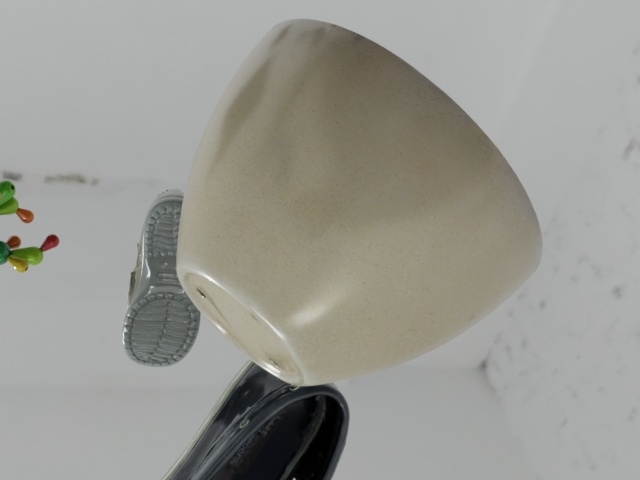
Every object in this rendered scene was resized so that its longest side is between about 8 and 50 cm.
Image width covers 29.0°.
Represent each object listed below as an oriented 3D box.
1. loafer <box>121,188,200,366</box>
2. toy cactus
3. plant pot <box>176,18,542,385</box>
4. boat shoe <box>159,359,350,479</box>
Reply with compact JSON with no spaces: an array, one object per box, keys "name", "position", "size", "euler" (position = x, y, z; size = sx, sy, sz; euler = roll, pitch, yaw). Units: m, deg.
[{"name":"loafer","position":[-0.185,0.045,1.512],"size":[0.094,0.251,0.087],"euler":[11,-150,-10]},{"name":"toy cactus","position":[-0.494,-0.008,1.771],"size":[0.112,0.180,0.219],"euler":[37,173,46]},{"name":"plant pot","position":[0.000,0.000,0.958],"size":[0.284,0.284,0.191],"euler":[36,-108,19]},{"name":"boat shoe","position":[-0.122,0.359,1.467],"size":[0.187,0.500,0.156],"euler":[37,167,-27]}]
